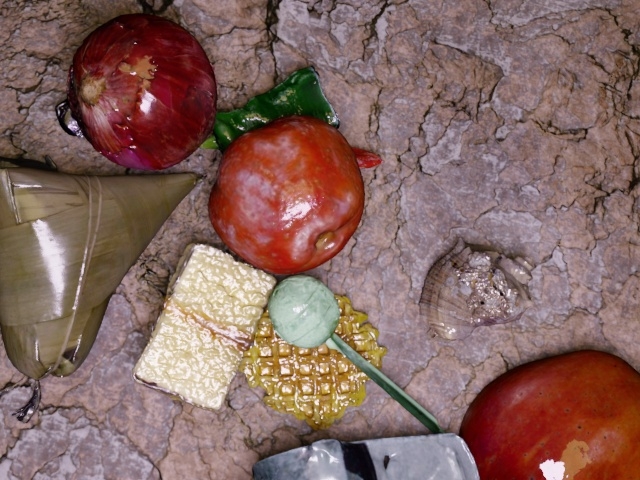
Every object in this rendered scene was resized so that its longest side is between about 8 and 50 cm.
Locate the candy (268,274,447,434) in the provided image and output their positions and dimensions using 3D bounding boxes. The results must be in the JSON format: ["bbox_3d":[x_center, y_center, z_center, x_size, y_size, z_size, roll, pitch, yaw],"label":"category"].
[{"bbox_3d":[0.082,0.228,1.091,0.440,0.119,0.119,43,77,-9],"label":"candy"}]

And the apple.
[{"bbox_3d":[0.456,0.376,1.114,0.365,0.295,0.329,-36,121,-10],"label":"apple"}]

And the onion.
[{"bbox_3d":[-0.314,-0.260,1.113,0.276,0.276,0.276,1,78,-5],"label":"onion"}]

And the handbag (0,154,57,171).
[{"bbox_3d":[-0.609,-0.016,1.121,0.191,0.075,0.332,14,76,-4],"label":"handbag"}]

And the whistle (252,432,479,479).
[{"bbox_3d":[0.063,0.411,1.004,0.404,0.188,0.168,-15,64,1],"label":"whistle"}]

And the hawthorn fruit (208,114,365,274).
[{"bbox_3d":[-0.058,-0.079,1.097,0.284,0.284,0.285,1,78,-5],"label":"hawthorn fruit"}]

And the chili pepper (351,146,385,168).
[{"bbox_3d":[0.033,-0.163,1.222,0.191,0.059,0.050,6,114,-1],"label":"chili pepper"}]

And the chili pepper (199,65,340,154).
[{"bbox_3d":[-0.110,-0.231,1.205,0.270,0.099,0.136,-25,100,-15],"label":"chili pepper"}]

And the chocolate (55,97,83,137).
[{"bbox_3d":[-0.459,-0.275,1.198,0.072,0.070,0.147,24,72,5],"label":"chocolate"}]

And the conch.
[{"bbox_3d":[0.289,0.093,1.167,0.245,0.163,0.178,-39,50,5],"label":"conch"}]

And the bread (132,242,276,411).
[{"bbox_3d":[-0.215,0.150,1.094,0.178,0.141,0.266,32,70,-29],"label":"bread"}]

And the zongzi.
[{"bbox_3d":[-0.384,0.089,1.104,0.418,0.181,0.447,-8,98,-36],"label":"zongzi"}]

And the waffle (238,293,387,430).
[{"bbox_3d":[-0.014,0.209,1.140,0.254,0.052,0.245,38,76,2],"label":"waffle"}]
